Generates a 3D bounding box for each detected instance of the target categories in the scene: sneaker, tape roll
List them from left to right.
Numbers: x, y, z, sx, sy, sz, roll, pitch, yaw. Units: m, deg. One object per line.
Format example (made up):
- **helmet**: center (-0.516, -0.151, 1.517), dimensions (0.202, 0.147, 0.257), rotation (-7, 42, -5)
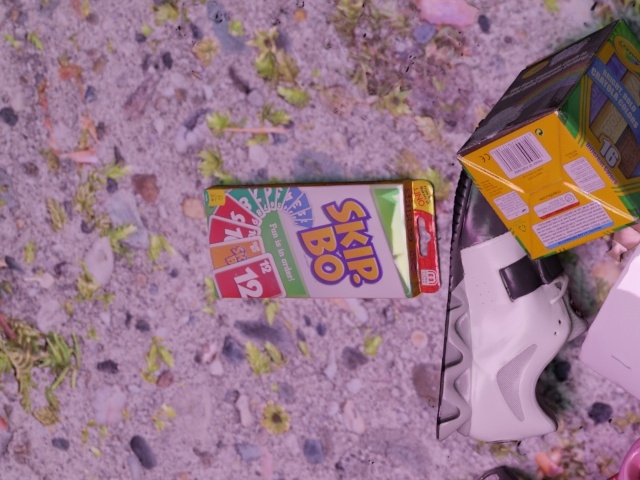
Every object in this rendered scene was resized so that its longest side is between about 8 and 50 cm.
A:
- **sneaker**: center (0.197, 0.041, 1.613), dimensions (0.146, 0.122, 0.331), rotation (3, 102, 5)
- **tape roll**: center (0.348, 0.014, 1.431), dimensions (0.100, 0.286, 0.286), rotation (34, 113, 14)

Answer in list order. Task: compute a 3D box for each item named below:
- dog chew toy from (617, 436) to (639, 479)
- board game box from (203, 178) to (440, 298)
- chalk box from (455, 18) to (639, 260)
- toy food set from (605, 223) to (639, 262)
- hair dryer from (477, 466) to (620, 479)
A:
- **dog chew toy**: center (0.395, 0.257, 1.441), dimensions (0.206, 0.331, 0.207), rotation (-34, 41, 37)
- **board game box**: center (0.000, 0.000, 1.728), dimensions (0.259, 0.039, 0.124), rotation (-1, 101, 22)
- **chalk box**: center (0.248, -0.105, 1.497), dimensions (0.132, 0.213, 0.132), rotation (-24, 108, 45)
- **toy food set**: center (0.306, -0.045, 1.587), dimensions (0.078, 0.019, 0.122), rotation (44, 122, 11)
- **hair dryer**: center (0.204, 0.285, 1.568), dimensions (0.080, 0.224, 0.293), rotation (32, 138, -30)
